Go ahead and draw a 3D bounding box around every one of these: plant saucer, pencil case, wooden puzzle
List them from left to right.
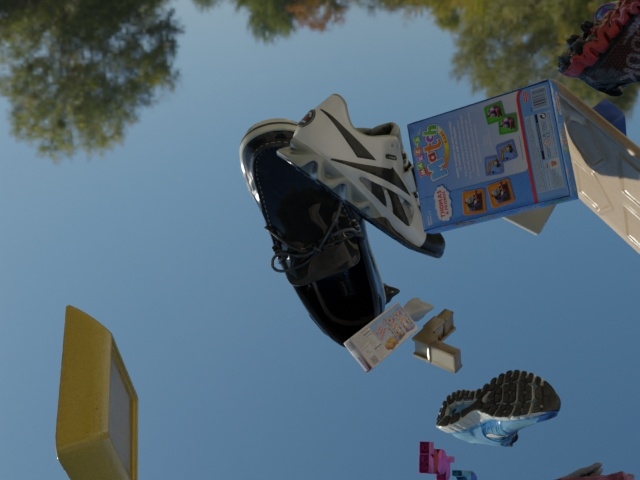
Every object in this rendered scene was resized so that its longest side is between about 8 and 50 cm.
[{"bbox_3d":[-0.415,0.341,1.688,0.081,0.332,0.332,-8,-133,-2],"label":"plant saucer"},{"bbox_3d":[0.606,-0.450,1.747,0.152,0.064,0.070,-24,-176,-43],"label":"pencil case"},{"bbox_3d":[0.512,-0.099,1.452,0.080,0.322,0.348,-40,-126,-4],"label":"wooden puzzle"}]

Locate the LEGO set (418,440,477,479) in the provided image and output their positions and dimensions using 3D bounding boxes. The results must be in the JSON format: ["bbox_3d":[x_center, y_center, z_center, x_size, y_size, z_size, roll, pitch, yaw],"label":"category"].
[{"bbox_3d":[0.207,0.417,1.299,0.087,0.227,0.093,-11,160,41],"label":"LEGO set"}]

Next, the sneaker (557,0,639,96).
[{"bbox_3d":[0.468,-0.303,1.244,0.135,0.276,0.097,38,-129,-4],"label":"sneaker"}]

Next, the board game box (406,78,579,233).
[{"bbox_3d":[0.228,-0.109,1.185,0.212,0.160,0.039,-14,168,31],"label":"board game box"}]

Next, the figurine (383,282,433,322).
[{"bbox_3d":[0.164,0.183,2.320,0.209,0.092,0.215,-23,-150,-34],"label":"figurine"}]

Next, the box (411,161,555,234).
[{"bbox_3d":[0.361,-0.142,1.912,0.311,0.121,0.148,27,-167,2],"label":"box"}]

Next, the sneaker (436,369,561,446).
[{"bbox_3d":[0.210,0.197,0.994,0.162,0.073,0.063,-26,-149,49],"label":"sneaker"}]

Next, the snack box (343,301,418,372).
[{"bbox_3d":[0.108,0.165,1.521,0.064,0.022,0.178,51,-144,7],"label":"snack box"}]

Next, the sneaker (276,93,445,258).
[{"bbox_3d":[0.101,-0.093,1.320,0.330,0.146,0.122,36,178,-33],"label":"sneaker"}]

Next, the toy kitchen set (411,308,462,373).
[{"bbox_3d":[0.186,0.156,1.259,0.075,0.068,0.083,20,-139,38],"label":"toy kitchen set"}]

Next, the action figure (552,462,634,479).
[{"bbox_3d":[0.360,0.452,1.061,0.276,0.248,0.370,11,-143,-31],"label":"action figure"}]

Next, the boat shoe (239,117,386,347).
[{"bbox_3d":[0.000,0.000,1.607,0.187,0.500,0.156,-17,-147,12],"label":"boat shoe"}]
